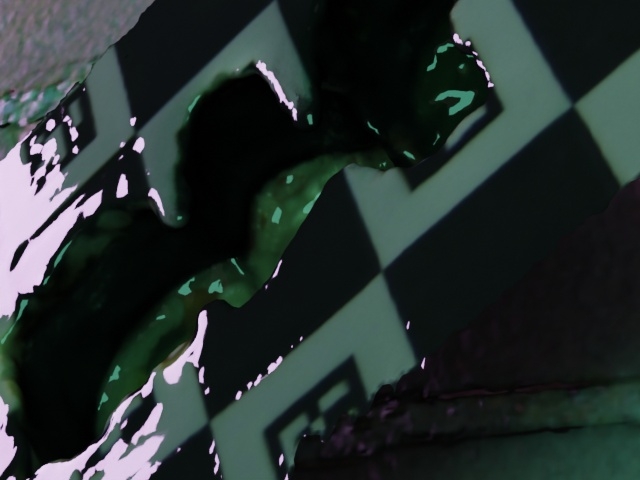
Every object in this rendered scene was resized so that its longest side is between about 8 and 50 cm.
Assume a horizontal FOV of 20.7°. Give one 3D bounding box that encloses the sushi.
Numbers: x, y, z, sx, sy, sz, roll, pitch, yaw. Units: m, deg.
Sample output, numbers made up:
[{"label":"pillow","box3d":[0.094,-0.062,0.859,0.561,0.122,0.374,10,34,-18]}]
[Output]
[{"label":"sushi","box3d":[0.000,0.000,0.697,0.373,0.100,0.296,-44,38,17]}]
